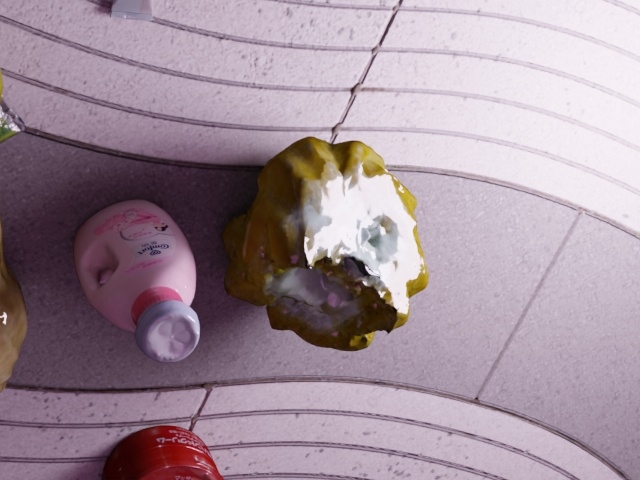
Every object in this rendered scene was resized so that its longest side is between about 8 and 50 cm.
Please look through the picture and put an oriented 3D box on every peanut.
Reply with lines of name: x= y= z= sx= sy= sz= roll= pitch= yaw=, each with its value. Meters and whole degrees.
peanut: x=-0.495 y=0.074 z=1.548 sx=0.174 sy=0.158 sz=0.340 roll=-15 pitch=126 yaw=-10

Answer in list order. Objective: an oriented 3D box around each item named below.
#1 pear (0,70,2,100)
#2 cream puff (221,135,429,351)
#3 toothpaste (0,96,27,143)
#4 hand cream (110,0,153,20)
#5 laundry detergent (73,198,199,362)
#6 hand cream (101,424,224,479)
pear: x=-0.470 y=-0.191 z=1.459 sx=0.141 sy=0.141 sz=0.104 roll=-37 pitch=148 yaw=-1
cream puff: x=-0.003 y=-0.008 z=1.691 sx=0.323 sy=0.269 sz=0.274 roll=39 pitch=62 yaw=-33
toothpaste: x=-0.515 y=-0.110 z=1.523 sx=0.248 sy=0.047 sz=0.078 roll=-34 pitch=124 yaw=-6
hand cream: x=-0.231 y=-0.395 z=1.506 sx=0.052 sy=0.038 sz=0.216 roll=15 pitch=116 yaw=-2
laundry detergent: x=-0.242 y=0.052 z=1.538 sx=0.159 sy=0.335 sz=0.088 roll=-27 pitch=122 yaw=-7
hand cream: x=-0.252 y=0.405 z=1.834 sx=0.193 sy=0.125 sz=0.193 roll=-10 pitch=119 yaw=-18
